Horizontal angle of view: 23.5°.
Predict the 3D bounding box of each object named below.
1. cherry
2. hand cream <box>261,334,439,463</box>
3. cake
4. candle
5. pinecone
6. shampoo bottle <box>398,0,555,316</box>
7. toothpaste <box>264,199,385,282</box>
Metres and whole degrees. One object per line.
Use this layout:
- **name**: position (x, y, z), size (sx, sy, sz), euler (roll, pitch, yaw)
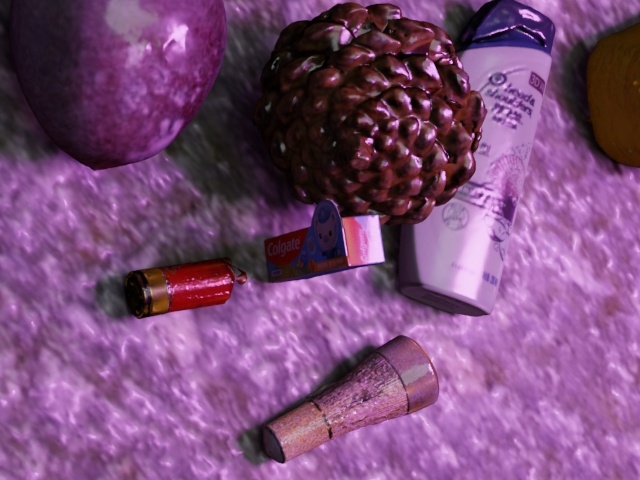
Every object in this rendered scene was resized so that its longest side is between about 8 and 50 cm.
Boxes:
- **cherry**: position (-0.198, -0.199, 1.514), size (0.213, 0.183, 0.266), euler (4, 98, -19)
- **hand cream**: position (0.028, 0.180, 1.653), size (0.203, 0.084, 0.084), euler (-27, 97, -20)
- **cake**: position (0.455, -0.187, 1.870), size (0.260, 0.156, 0.179), euler (-24, 111, -23)
- **candle**: position (-0.134, 0.046, 1.592), size (0.130, 0.052, 0.052), euler (-10, 89, -29)
- **pinecone**: position (0.043, -0.135, 1.606), size (0.243, 0.257, 0.244), euler (-7, 112, -19)
- **shampoo bottle**: position (0.174, -0.102, 1.755), size (0.134, 0.078, 0.360), euler (20, 76, -20)
- **toothpaste**: position (0.000, 0.000, 1.585), size (0.044, 0.193, 0.070), euler (-6, 86, -26)
